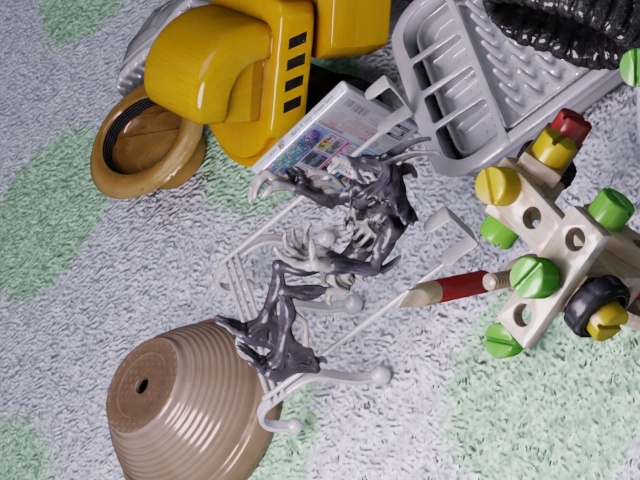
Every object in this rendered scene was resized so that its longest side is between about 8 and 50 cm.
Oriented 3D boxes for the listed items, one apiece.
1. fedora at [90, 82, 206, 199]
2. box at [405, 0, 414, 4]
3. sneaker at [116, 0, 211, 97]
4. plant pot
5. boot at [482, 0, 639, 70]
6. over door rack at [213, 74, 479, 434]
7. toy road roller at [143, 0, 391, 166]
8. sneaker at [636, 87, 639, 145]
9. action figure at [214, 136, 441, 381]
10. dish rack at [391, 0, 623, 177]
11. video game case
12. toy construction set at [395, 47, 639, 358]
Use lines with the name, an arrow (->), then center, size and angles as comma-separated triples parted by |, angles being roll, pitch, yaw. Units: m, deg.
fedora -> -0.212, -0.122, 2.133 | 0.194, 0.079, 0.194 | -20, 53, 29
box -> 0.147, -0.367, 1.897 | 0.156, 0.093, 0.158 | -46, 38, 30
sneaker -> -0.178, -0.304, 2.201 | 0.281, 0.105, 0.115 | -33, 45, 28
plant pot -> -0.163, 0.183, 1.849 | 0.237, 0.109, 0.237 | -25, 48, 32
boot -> 0.230, -0.319, 1.657 | 0.348, 0.131, 0.260 | 19, 78, 49
over door rack -> 0.032, 0.025, 1.744 | 0.324, 0.108, 0.239 | -47, 40, 23
toy road roller -> -0.066, -0.247, 1.877 | 0.202, 0.240, 0.330 | 28, 119, 51
sneaker -> 0.388, -0.184, 1.526 | 0.123, 0.106, 0.290 | 4, 66, 50
action figure -> 0.000, 0.000, 1.592 | 0.276, 0.141, 0.164 | -58, 25, 13
dish rack -> 0.241, -0.227, 1.739 | 0.333, 0.072, 0.286 | -38, 42, 22
video game case -> 0.018, -0.104, 1.820 | 0.143, 0.157, 0.019 | -42, 59, 17
toy construction set -> 0.188, 0.011, 1.453 | 0.309, 0.237, 0.257 | -32, 75, 40
